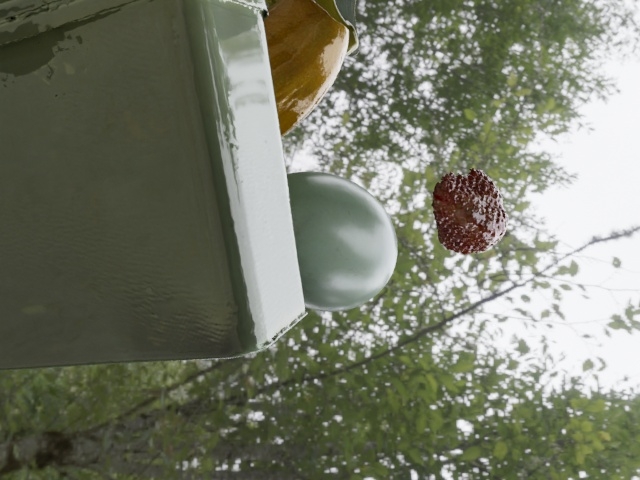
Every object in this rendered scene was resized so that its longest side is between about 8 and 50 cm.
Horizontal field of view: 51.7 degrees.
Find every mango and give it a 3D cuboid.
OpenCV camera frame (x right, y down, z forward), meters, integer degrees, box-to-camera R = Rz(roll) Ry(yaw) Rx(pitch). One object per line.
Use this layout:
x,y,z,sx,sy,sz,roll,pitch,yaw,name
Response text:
-0.125,-0.199,0.871,0.144,0.360,0.186,-61,132,-88,mango

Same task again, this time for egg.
0.000,0.000,0.886,0.183,0.264,0.182,-10,-111,28,egg

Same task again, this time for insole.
0.047,-0.438,1.232,0.004,0.064,0.188,0,-82,57,insole

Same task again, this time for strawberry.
0.304,-0.045,1.279,0.107,0.236,0.175,25,-63,32,strawberry

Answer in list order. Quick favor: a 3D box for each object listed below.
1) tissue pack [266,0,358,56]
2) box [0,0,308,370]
-0.022,-0.392,1.154,0.123,0.127,0.178,-114,-179,-69,tissue pack
-0.208,-0.060,0.670,0.352,0.177,0.343,-7,-80,21,box
